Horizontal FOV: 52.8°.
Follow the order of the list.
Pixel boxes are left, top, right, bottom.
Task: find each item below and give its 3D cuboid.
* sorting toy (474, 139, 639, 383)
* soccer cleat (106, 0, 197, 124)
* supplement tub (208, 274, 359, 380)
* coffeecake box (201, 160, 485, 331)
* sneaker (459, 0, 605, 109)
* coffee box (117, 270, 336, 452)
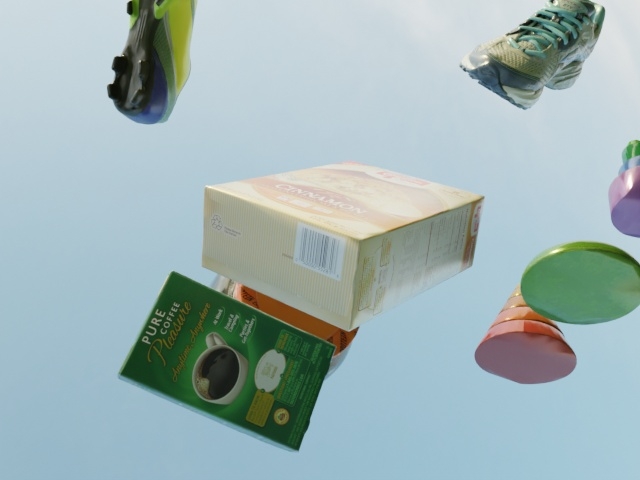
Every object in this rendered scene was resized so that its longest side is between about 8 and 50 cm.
[{"bbox_3d":[0.287,0.027,0.745,0.127,0.365,0.126,16,-132,0],"label":"sorting toy"},{"bbox_3d":[-0.227,-0.312,0.955,0.121,0.094,0.289,10,-80,-70],"label":"soccer cleat"},{"bbox_3d":[-0.082,0.130,0.932,0.207,0.338,0.207,9,-115,-20],"label":"supplement tub"},{"bbox_3d":[0.023,-0.008,0.513,0.186,0.142,0.068,-18,-60,-50],"label":"coffeecake box"},{"bbox_3d":[0.280,-0.259,0.828,0.110,0.122,0.283,41,-138,17],"label":"sneaker"},{"bbox_3d":[-0.087,0.118,0.626,0.184,0.040,0.113,25,-113,-10],"label":"coffee box"}]
